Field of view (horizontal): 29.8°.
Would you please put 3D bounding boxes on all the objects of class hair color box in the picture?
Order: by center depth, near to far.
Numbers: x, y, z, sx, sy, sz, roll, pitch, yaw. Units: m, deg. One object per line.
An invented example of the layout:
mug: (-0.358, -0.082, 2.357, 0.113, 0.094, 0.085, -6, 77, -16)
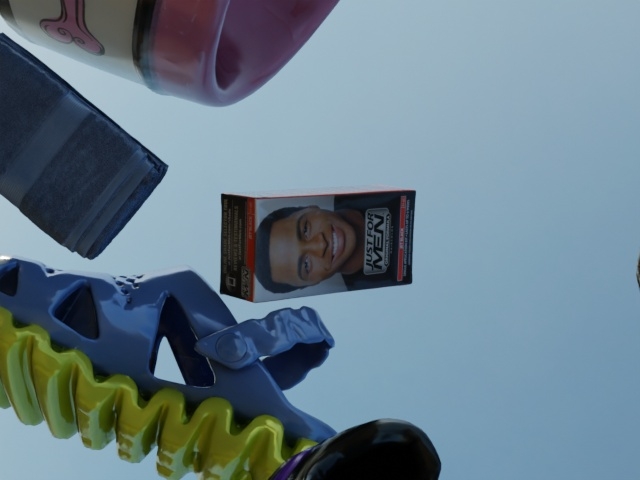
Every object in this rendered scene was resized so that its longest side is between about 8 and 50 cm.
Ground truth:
hair color box: (0.000, 0.000, 0.828, 0.043, 0.141, 0.072, 12, -76, 51)

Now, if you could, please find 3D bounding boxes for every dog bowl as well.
dog bowl: (-0.040, -0.271, 0.831, 0.150, 0.408, 0.408, 35, -54, 6)

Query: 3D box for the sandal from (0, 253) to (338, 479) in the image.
sandal: (-0.118, 0.073, 0.804, 0.126, 0.317, 0.138, 122, -8, -59)

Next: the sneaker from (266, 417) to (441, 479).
sneaker: (-0.015, 0.189, 0.534, 0.146, 0.102, 0.293, -47, -167, 42)

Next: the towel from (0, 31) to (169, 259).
towel: (-0.143, -0.049, 0.611, 0.067, 0.119, 0.029, -51, -178, 0)

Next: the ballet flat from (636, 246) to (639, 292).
ballet flat: (0.430, -0.109, 1.242, 0.182, 0.164, 0.482, -123, -151, -62)
